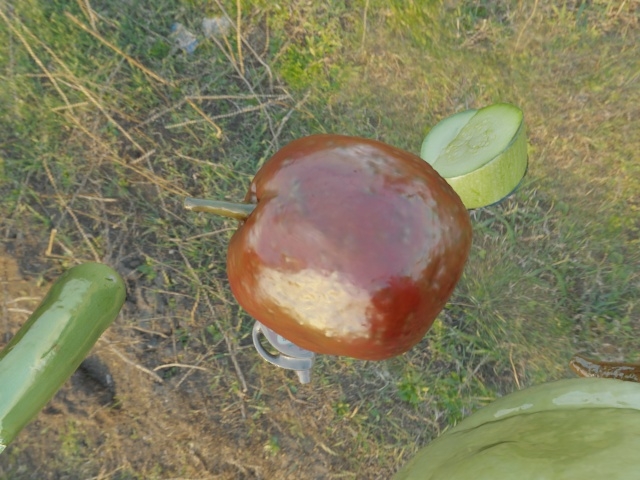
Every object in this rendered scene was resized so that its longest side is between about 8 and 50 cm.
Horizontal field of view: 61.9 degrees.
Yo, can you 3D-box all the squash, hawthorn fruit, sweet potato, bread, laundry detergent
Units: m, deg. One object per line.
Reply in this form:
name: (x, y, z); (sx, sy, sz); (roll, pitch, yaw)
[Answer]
squash: (0.286, -0.175, 1.037); (0.220, 0.133, 0.220); (-14, 55, 22)
squash: (-0.289, 0.112, 0.570); (0.083, 0.250, 0.083); (7, 127, 9)
hawthorn fruit: (0.000, 0.000, 0.641); (0.330, 0.287, 0.287); (17, 88, -11)
sweet potato: (0.449, 0.177, 0.675); (0.255, 0.058, 0.078); (-17, 48, 44)
bread: (0.193, 0.269, 0.438); (0.320, 0.320, 0.237); (-34, 79, 10)
laundry detergent: (-0.099, 0.287, 1.490); (0.171, 0.076, 0.237); (-8, 102, -1)
